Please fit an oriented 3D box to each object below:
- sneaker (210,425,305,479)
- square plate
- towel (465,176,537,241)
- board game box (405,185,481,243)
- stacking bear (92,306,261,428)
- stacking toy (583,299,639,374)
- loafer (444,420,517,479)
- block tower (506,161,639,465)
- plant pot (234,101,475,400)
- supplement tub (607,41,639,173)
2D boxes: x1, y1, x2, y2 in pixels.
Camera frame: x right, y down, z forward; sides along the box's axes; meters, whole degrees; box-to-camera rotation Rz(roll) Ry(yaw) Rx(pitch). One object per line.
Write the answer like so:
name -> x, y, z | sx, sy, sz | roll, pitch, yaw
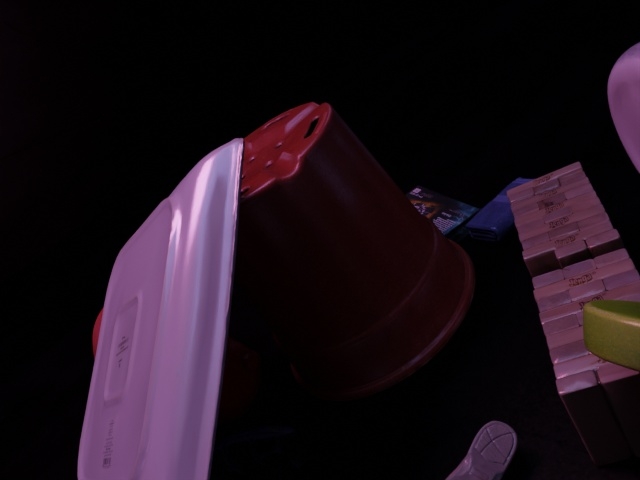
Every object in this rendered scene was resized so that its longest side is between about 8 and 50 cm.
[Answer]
sneaker -> -0.118, 0.243, 0.686 | 0.221, 0.083, 0.087 | -23, 20, 14
square plate -> -0.175, 0.111, 0.625 | 0.347, 0.049, 0.344 | -30, 51, 55
towel -> 0.258, -0.042, 0.858 | 0.119, 0.029, 0.067 | -39, 24, -19
board game box -> 0.148, -0.024, 0.959 | 0.126, 0.026, 0.186 | -35, 24, -8
stacking bear -> -0.182, 0.160, 0.843 | 0.175, 0.164, 0.289 | -43, 30, -25
stacking toy -> 0.289, 0.119, 0.317 | 0.309, 0.130, 0.279 | 5, 3, -3
loafer -> 0.123, 0.208, 0.524 | 0.045, 0.039, 0.125 | 32, 64, 28
block tower -> 0.257, 0.046, 0.609 | 0.091, 0.097, 0.335 | -22, 27, 21
plant pot -> 0.000, 0.000, 0.753 | 0.272, 0.265, 0.272 | -30, 27, 17
supplement tub -> 0.489, -0.176, 0.622 | 0.338, 0.207, 0.207 | -28, 23, 5
